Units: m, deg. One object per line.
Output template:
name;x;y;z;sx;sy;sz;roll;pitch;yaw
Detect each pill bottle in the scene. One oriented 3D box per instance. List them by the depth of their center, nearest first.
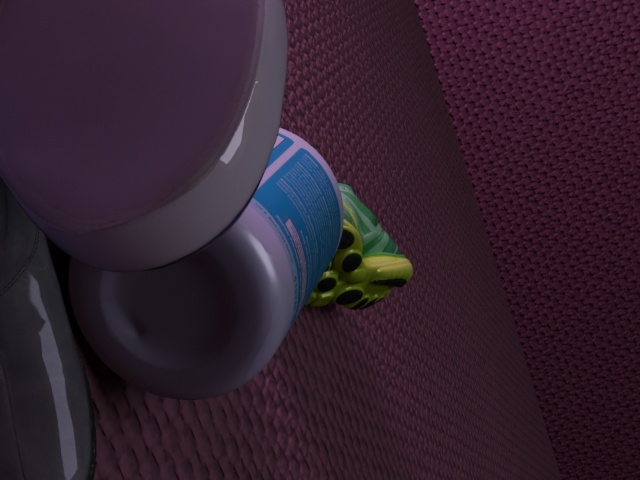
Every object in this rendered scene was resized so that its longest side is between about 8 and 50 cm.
pill bottle;-0.065;-0.003;0.699;0.264;0.146;0.146;-54;127;-67

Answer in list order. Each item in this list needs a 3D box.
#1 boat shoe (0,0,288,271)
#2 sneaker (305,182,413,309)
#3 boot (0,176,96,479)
boat shoe;-0.070;-0.089;0.458;0.158;0.127;0.341;63;9;-48
sneaker;0.000;0.000;1.009;0.124;0.109;0.295;57;12;23
boot;-0.160;0.000;0.410;0.161;0.083;0.247;119;-44;-68
